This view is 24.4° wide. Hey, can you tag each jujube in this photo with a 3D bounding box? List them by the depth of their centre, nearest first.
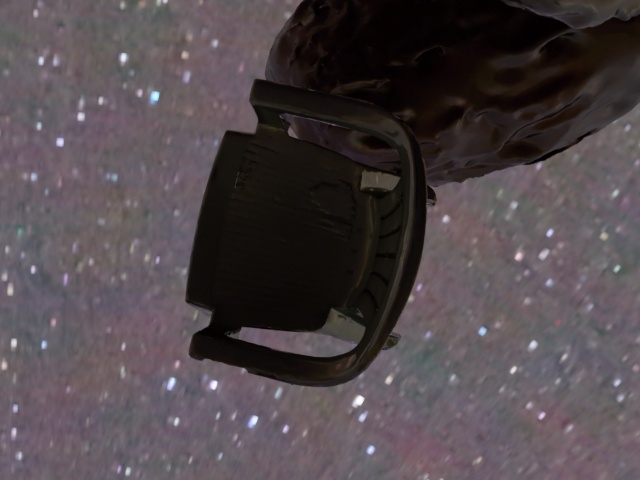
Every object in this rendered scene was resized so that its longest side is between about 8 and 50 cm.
[{"bbox_3d":[0.144,-0.174,1.350,0.376,0.258,0.258,-28,-111,-7],"label":"jujube"}]

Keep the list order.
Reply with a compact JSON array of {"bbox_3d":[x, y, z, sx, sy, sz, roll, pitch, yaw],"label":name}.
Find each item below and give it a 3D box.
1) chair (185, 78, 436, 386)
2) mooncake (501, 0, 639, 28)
[{"bbox_3d":[0.000,0.000,1.099,0.190,0.274,0.203,13,-90,12],"label":"chair"},{"bbox_3d":[0.128,-0.232,0.764,0.228,0.228,0.124,-32,-140,-27],"label":"mooncake"}]
